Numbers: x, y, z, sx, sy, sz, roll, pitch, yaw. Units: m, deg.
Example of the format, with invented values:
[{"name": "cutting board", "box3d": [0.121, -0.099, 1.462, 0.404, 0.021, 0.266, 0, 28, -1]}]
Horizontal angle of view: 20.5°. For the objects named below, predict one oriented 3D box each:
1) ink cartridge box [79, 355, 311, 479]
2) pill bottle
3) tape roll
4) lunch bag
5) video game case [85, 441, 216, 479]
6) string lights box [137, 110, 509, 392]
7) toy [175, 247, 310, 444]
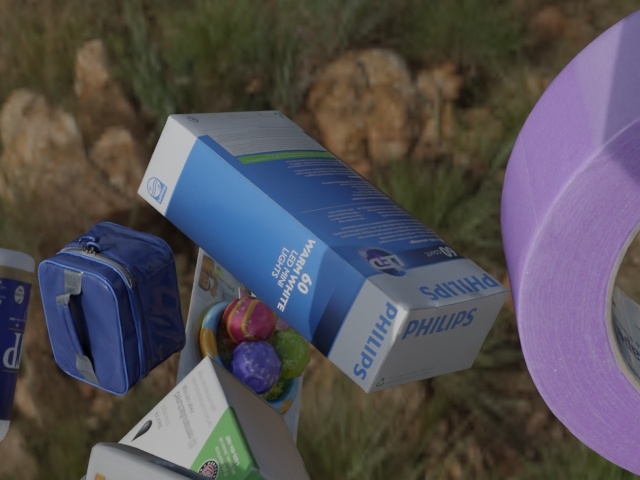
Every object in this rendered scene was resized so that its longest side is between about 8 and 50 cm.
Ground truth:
[{"name": "ink cartridge box", "box3d": [-0.113, 0.218, 1.281, 0.219, 0.092, 0.160, -44, 30, 8]}, {"name": "pill bottle", "box3d": [-0.272, 0.094, 1.261, 0.112, 0.112, 0.187, 8, 86, 11]}, {"name": "tape roll", "box3d": [0.233, 0.002, 0.904, 0.275, 0.275, 0.090, -3, 37, 1]}, {"name": "lunch bag", "box3d": [-0.128, 0.040, 1.064, 0.067, 0.098, 0.065, 14, 37, 31]}, {"name": "video game case", "box3d": [-0.090, 0.292, 0.950, 0.036, 0.329, 0.300, 12, -3, -27]}, {"name": "string lights box", "box3d": [0.000, 0.000, 1.328, 0.259, 0.077, 0.133, 40, 28, 29]}, {"name": "toy", "box3d": [-0.052, 0.082, 1.561, 0.056, 0.137, 0.237, -38, 30, 31]}]
